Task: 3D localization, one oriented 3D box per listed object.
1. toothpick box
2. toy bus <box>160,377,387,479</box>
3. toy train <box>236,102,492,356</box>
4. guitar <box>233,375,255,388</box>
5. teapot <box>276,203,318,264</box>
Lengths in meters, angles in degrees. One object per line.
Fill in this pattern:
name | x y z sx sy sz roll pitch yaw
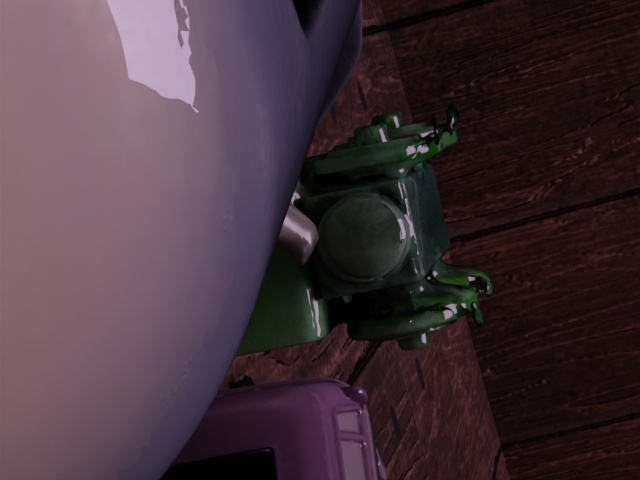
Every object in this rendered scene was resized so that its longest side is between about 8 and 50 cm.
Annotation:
toothpick box | -0.120 -0.041 0.459 0.355 0.263 0.263 -77 151 -67
toy bus | -0.031 0.162 0.861 0.142 0.142 0.202 62 18 -55
toy train | 0.000 0.000 1.123 0.243 0.188 0.132 -30 109 -79
guitar | 0.000 0.202 1.268 0.084 0.038 0.271 -87 160 -63
teapot | -0.089 -0.144 0.955 0.220 0.149 0.318 62 18 -58
